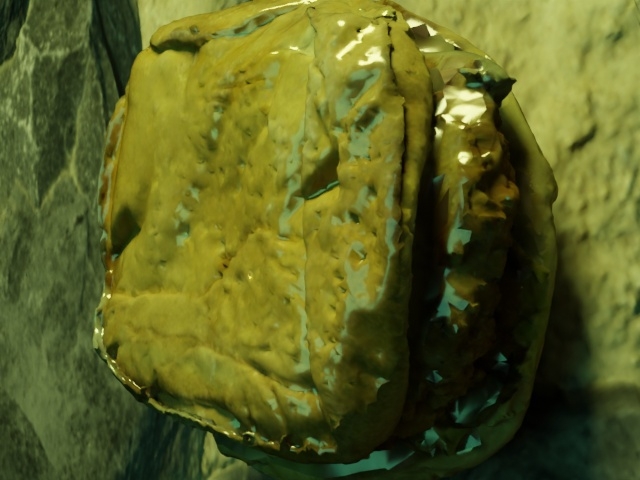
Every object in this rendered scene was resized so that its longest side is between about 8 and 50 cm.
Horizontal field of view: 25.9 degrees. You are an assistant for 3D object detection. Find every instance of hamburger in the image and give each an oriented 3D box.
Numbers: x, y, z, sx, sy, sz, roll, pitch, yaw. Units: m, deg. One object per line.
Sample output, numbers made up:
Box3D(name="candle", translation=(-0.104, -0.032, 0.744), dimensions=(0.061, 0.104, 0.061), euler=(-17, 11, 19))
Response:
Box3D(name="hamburger", translation=(-0.001, 0.001, 0.729), dimensions=(0.283, 0.145, 0.259), euler=(23, 103, 54))
